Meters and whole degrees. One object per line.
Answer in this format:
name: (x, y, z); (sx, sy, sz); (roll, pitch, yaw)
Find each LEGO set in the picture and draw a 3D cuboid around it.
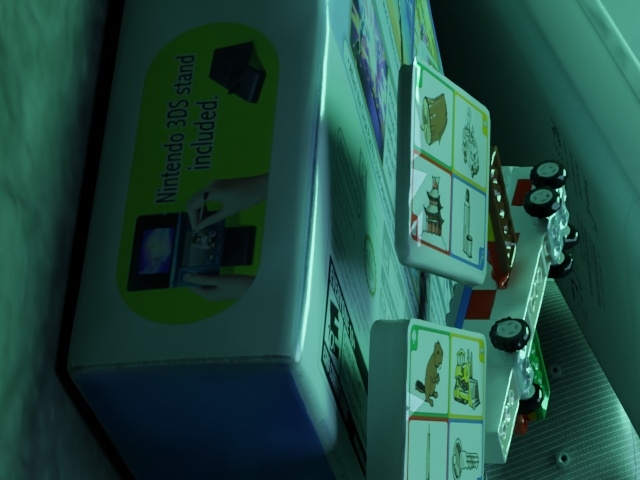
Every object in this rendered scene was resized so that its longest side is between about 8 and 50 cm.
LEGO set: (0.041, 0.056, 0.548); (0.244, 0.060, 0.182); (16, 75, -69)

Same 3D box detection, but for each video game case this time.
video game case: (0.000, 0.000, 0.577); (0.269, 0.061, 0.244); (71, 20, -55)

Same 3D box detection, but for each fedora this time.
fedora: (0.124, 0.131, 1.032); (0.244, 0.124, 0.275); (63, 26, -64)

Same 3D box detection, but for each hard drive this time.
hard drive: (0.117, -0.067, 0.921); (0.233, 0.047, 0.353); (71, -5, -55)

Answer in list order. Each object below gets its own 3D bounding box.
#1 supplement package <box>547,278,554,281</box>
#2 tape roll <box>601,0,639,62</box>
supplement package: (0.235, 0.017, 1.286); (0.198, 0.262, 0.199); (74, 16, -51)
tape roll: (0.141, -0.118, 1.129); (0.219, 0.072, 0.219); (165, -90, -78)
